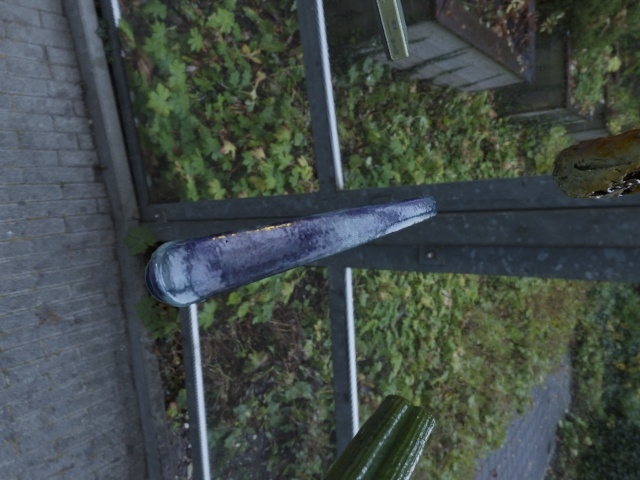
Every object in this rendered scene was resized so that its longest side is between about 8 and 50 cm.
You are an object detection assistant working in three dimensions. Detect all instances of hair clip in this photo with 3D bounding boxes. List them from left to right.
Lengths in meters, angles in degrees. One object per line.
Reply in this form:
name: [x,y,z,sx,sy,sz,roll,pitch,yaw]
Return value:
hair clip: [0.000,0.000,0.369,0.275,0.083,0.048,-13,85,-24]

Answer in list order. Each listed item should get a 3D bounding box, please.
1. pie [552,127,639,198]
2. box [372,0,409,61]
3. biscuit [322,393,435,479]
pie: [0.533,-0.122,0.730,0.308,0.308,0.086,7,80,-52]
box: [0.095,-0.458,0.739,0.211,0.045,0.270,-81,153,-50]
biscuit: [0.076,0.309,0.617,0.322,0.099,0.038,-19,125,-59]
